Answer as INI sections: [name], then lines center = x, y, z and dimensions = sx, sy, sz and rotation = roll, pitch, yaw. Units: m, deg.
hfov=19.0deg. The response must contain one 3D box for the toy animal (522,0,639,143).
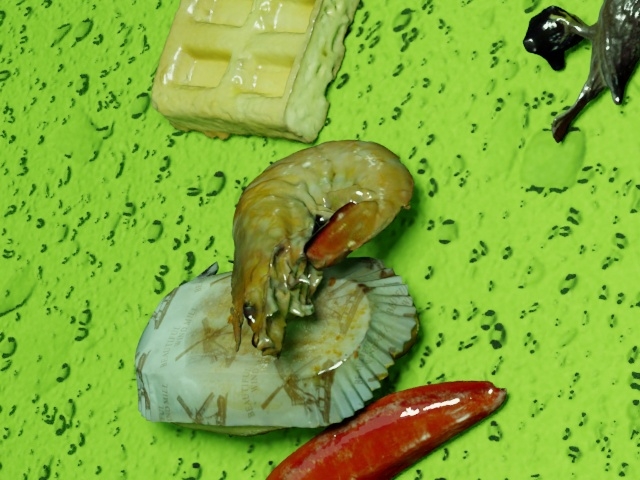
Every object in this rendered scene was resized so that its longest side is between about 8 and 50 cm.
[toy animal]
center = 0.237, -0.172, 1.474
dimensions = 0.202, 0.070, 0.105
rotation = -37, 70, 15

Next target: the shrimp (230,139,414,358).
[shrimp]
center = 0.000, 0.000, 1.491
dimensions = 0.152, 0.063, 0.287
rotation = -12, 30, 11

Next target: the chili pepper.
[chili pepper]
center = 0.025, 0.174, 1.489
dimensions = 0.272, 0.071, 0.063
rotation = -36, 18, 13

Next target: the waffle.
[waffle]
center = -0.045, -0.220, 1.675
dimensions = 0.168, 0.057, 0.274
rotation = 11, 81, 37

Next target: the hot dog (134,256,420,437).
[hot dog]
center = -0.041, 0.088, 1.544
dimensions = 0.270, 0.082, 0.163
rotation = -2, 52, 41
